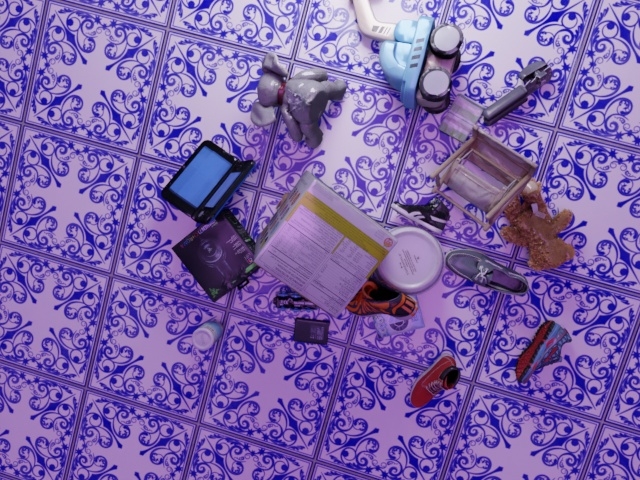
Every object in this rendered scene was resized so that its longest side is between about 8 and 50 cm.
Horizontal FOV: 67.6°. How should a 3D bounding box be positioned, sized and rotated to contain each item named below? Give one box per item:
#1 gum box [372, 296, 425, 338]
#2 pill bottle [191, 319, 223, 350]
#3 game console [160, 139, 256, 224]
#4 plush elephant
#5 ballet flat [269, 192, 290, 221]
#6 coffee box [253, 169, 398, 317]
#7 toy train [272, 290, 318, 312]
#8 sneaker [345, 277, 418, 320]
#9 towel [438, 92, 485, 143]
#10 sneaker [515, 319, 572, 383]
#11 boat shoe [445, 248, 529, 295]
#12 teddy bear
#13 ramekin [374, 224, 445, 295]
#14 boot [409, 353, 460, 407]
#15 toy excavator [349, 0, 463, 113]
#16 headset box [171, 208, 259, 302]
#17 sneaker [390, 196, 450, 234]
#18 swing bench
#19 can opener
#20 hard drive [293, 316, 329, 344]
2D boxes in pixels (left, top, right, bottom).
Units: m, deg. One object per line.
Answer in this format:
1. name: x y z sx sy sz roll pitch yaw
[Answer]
1. gum box: 0.290 0.276 1.831 0.185 0.041 0.156 -15 93 7
2. pill bottle: -0.431 0.361 1.848 0.087 0.160 0.087 1 95 6
3. game console: -0.415 -0.224 1.754 0.173 0.250 0.293 41 77 -24
4. plush elephant: -0.111 -0.508 1.701 0.256 0.330 0.271 30 105 21
5. ballet flat: -0.153 -0.093 1.837 0.067 0.073 0.206 32 95 29
6. coffee box: 0.000 0.000 1.656 0.338 0.337 0.334 35 97 -12
7. toy train: -0.089 0.232 1.832 0.184 0.105 0.080 2 92 5
8. sneaker: 0.176 0.193 1.708 0.321 0.180 0.124 -4 59 43
9. towel: 0.518 -0.449 1.752 0.113 0.023 0.152 30 97 3
10. sneaker: 0.829 0.432 1.763 0.125 0.104 0.261 32 98 0
11. boat shoe: 0.613 0.118 1.756 0.320 0.099 0.116 23 97 3
12. teddy bear: 0.774 -0.058 1.734 0.245 0.113 0.338 -43 82 1
13. ramekin: 0.323 0.072 1.746 0.273 0.127 0.272 -1 86 7
14. boot: 0.423 0.546 1.776 0.088 0.176 0.244 36 99 0
15. toy excavator: 0.272 -0.696 1.676 0.446 0.222 0.432 14 95 13
16. headset box: -0.374 0.063 1.831 0.246 0.131 0.283 -36 91 8
17. sneaker: 0.378 -0.122 1.774 0.217 0.079 0.121 28 94 -6
18. swing bench: 0.562 -0.218 1.665 0.253 0.165 0.254 42 89 21
19. can opener: 0.697 -0.532 1.716 0.284 0.076 0.095 -35 59 8
20. hard drive: -0.036 0.357 1.880 0.135 0.022 0.094 6 96 5
